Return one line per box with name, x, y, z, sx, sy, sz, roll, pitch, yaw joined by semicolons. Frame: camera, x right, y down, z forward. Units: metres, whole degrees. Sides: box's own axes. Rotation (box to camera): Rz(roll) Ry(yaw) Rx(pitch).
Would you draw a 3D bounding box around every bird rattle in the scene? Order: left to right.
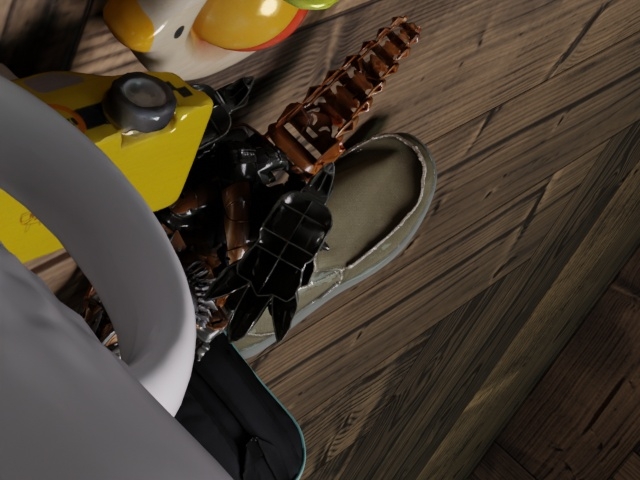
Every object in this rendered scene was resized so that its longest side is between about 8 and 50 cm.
bird rattle;-0.024;-0.172;0.825;0.207;0.143;0.253;-39;178;11

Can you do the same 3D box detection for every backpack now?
backpack;-0.112;0.152;1.129;0.166;0.188;0.144;-25;152;-54

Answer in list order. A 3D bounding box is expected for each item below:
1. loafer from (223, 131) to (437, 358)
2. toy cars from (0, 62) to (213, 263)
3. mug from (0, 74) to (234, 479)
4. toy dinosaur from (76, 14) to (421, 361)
loafer;0.000;0.000;1.229;0.251;0.094;0.087;-44;167;-11
toy cars;-0.229;0.028;0.758;0.394;0.087;0.176;-43;158;-4
mug;-0.196;0.044;0.440;0.374;0.328;0.276;-30;156;-46
toy dinosaur;-0.066;-0.029;0.997;0.218;0.164;0.321;30;84;-88
